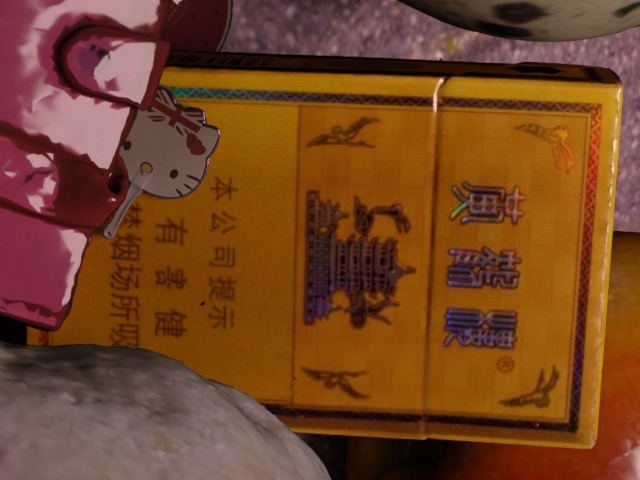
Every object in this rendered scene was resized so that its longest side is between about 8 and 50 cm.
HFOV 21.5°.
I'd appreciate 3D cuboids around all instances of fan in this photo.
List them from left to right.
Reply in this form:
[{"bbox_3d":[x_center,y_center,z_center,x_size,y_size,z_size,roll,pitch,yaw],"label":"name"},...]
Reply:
[{"bbox_3d":[-0.088,-0.036,0.840,0.056,0.004,0.083,32,103,-2],"label":"fan"},{"bbox_3d":[-0.094,-0.144,0.942,0.085,0.005,0.133,-53,131,-18],"label":"fan"}]

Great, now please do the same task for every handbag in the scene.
[{"bbox_3d":[-0.198,-0.117,0.750,0.276,0.084,0.260,21,85,-24],"label":"handbag"}]

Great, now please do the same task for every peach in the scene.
[{"bbox_3d":[0.187,0.141,1.087,0.332,0.308,0.307,7,97,-35],"label":"peach"}]

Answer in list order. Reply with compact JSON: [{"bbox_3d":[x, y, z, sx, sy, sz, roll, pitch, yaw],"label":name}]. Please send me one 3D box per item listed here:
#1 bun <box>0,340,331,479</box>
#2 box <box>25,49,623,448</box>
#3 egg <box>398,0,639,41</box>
[{"bbox_3d":[-0.166,0.175,0.788,0.362,0.211,0.362,-18,150,-11],"label":"bun"},{"bbox_3d":[0.000,0.000,0.888,0.084,0.302,0.192,-72,165,-75],"label":"box"},{"bbox_3d":[0.099,-0.259,0.900,0.287,0.288,0.379,-62,149,-11],"label":"egg"}]
